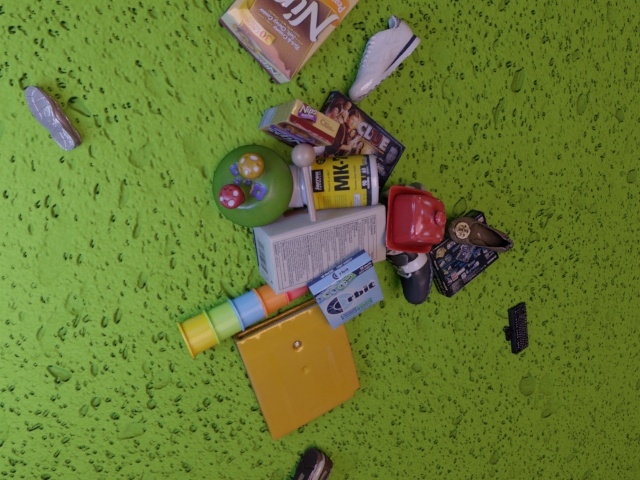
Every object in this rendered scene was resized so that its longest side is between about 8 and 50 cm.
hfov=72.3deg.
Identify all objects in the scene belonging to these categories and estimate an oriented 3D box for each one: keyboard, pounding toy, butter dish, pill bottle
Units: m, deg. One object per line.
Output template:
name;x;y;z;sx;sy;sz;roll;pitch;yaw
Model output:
keyboard;0.683;0.311;1.520;0.108;0.023;0.180;-20;109;-20
pounding toy;-0.130;-0.121;0.916;0.236;0.110;0.183;-2;89;9
butter dish;0.247;-0.050;1.046;0.160;0.118;0.160;6;87;-35
pill bottle;0.025;-0.132;1.011;0.208;0.119;0.119;-5;106;3

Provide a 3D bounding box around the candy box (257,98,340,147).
candy box;-0.052;-0.245;0.944;0.109;0.186;0.053;23;89;-27

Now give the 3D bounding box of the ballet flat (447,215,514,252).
ballet flat;0.469;-0.011;1.263;0.249;0.058;0.084;16;93;-28

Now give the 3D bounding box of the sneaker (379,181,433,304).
sneaker;0.208;0.017;1.169;0.146;0.122;0.331;-10;97;-29

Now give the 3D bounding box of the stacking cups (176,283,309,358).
stacking cups;-0.174;0.168;1.045;0.316;0.096;0.096;-23;111;-23

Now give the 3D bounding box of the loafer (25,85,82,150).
loafer;-0.500;-0.229;0.823;0.045;0.039;0.125;-21;111;16

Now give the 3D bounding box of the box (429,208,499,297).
box;0.422;0.039;1.315;0.220;0.051;0.175;-35;114;-14

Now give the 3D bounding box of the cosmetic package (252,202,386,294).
cosmetic package;0.000;0.000;1.051;0.296;0.129;0.153;-15;117;-22

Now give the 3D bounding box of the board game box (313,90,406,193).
board game box;0.083;-0.231;1.094;0.243;0.042;0.165;31;88;-28

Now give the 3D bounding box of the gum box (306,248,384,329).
gum box;0.066;0.123;1.059;0.156;0.041;0.184;-30;140;-6

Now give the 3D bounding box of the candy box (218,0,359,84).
candy box;-0.043;-0.520;0.940;0.183;0.087;0.316;42;82;-27

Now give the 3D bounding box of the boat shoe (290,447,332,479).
boat shoe;-0.052;0.717;1.226;0.095;0.095;0.257;41;83;-33

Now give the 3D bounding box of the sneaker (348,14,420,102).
sneaker;0.135;-0.434;1.058;0.095;0.090;0.235;43;78;-15

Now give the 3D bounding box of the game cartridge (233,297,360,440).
game cartridge;-0.049;0.332;1.163;0.285;0.052;0.324;-22;113;-20
